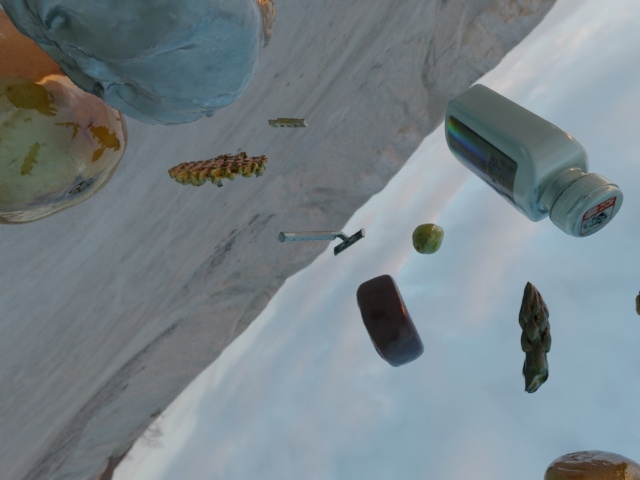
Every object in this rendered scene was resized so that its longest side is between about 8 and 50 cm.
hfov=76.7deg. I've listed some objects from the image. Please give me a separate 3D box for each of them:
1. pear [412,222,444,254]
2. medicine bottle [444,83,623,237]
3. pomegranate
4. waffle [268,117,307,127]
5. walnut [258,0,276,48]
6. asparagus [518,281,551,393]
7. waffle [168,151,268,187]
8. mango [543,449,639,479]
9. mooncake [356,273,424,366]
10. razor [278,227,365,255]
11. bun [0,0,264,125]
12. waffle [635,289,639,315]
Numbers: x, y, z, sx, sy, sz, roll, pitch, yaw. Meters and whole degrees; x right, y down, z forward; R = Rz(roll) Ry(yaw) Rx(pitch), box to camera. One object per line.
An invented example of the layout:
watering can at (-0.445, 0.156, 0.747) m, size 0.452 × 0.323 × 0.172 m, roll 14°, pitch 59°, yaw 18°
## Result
pear at (0.308, -0.008, 1.160) m, size 0.096 × 0.092 × 0.092 m, roll -27°, pitch 180°, yaw -20°
medicine bottle at (0.247, -0.096, 0.495) m, size 0.083 × 0.121 × 0.229 m, roll -32°, pitch -135°, yaw 2°
pomegranate at (-0.604, -0.229, 0.781) m, size 0.417 × 0.416 × 0.417 m, roll -49°, pitch -171°, yaw 10°
waffle at (-0.116, -0.417, 1.433) m, size 0.092 × 0.134 × 0.021 m, roll -58°, pitch 148°, yaw -82°
walnut at (-0.187, -0.564, 1.031) m, size 0.166 × 0.149 × 0.167 m, roll -10°, pitch -103°, yaw 48°
asparagus at (0.558, 0.249, 1.048) m, size 0.080 × 0.080 × 0.288 m, roll 149°, pitch -55°, yaw -66°
waffle at (-0.235, -0.167, 0.947) m, size 0.232 × 0.228 × 0.051 m, roll -106°, pitch -168°, yaw -70°
mango at (0.270, 0.239, 0.393) m, size 0.079 × 0.114 × 0.057 m, roll 163°, pitch -71°, yaw -67°
mooncake at (0.256, 0.294, 1.531) m, size 0.174 × 0.326 × 0.334 m, roll -27°, pitch 180°, yaw 6°
razor at (-0.003, -0.006, 0.759) m, size 0.084 × 0.036 × 0.211 m, roll -36°, pitch 155°, yaw 31°
bun at (-0.232, -0.271, 0.451) m, size 0.194 × 0.354 × 0.354 m, roll -54°, pitch -171°, yaw -14°
waffle at (0.484, -0.011, 0.461) m, size 0.259 × 0.069 × 0.293 m, roll -14°, pitch 140°, yaw -33°
